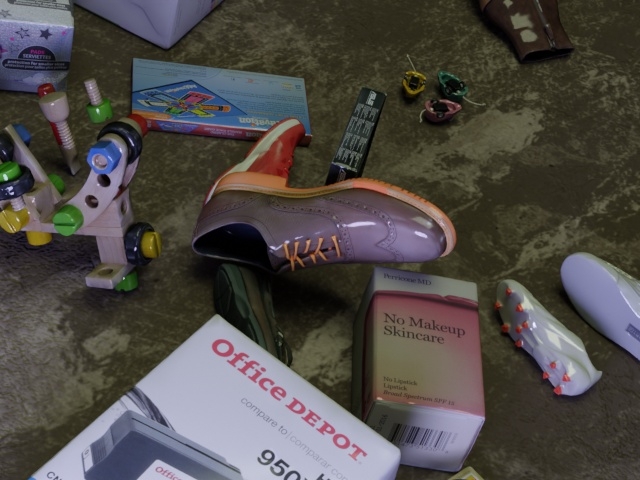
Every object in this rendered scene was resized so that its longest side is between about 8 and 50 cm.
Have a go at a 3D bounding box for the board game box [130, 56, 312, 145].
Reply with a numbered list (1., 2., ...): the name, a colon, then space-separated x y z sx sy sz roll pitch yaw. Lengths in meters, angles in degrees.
1. board game box: -0.157 -0.218 2.128 0.281 0.027 0.145 6 44 -13

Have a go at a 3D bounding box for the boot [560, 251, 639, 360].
1. boot: 0.477 0.100 1.983 0.258 0.095 0.123 46 44 15

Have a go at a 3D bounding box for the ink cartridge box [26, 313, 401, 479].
1. ink cartridge box: -0.143 0.311 1.484 0.285 0.166 0.395 35 53 17

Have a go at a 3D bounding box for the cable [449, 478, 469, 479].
1. cable: 0.161 0.358 1.612 0.184 0.047 0.150 -14 57 -10

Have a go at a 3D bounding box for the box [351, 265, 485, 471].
1. box: 0.125 0.166 1.767 0.149 0.127 0.232 10 45 -7

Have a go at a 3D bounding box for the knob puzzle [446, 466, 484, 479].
1. knob puzzle: 0.191 0.379 1.649 0.213 0.030 0.213 9 45 -9

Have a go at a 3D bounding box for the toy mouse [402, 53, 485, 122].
1. toy mouse: 0.203 -0.236 2.256 0.143 0.031 0.161 14 44 -4

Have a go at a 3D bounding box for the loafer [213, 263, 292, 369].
1. loafer: -0.070 0.131 1.768 0.084 0.096 0.267 2 44 -24

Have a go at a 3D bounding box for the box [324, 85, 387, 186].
1. box: 0.037 -0.097 1.957 0.045 0.184 0.190 21 43 1

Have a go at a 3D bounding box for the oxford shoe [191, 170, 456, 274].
1. oxford shoe: 0.000 0.000 1.793 0.364 0.130 0.132 4 41 27

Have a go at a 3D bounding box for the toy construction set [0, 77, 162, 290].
1. toy construction set: -0.330 -0.058 1.830 0.257 0.237 0.309 -15 28 2

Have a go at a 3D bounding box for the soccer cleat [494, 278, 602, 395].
1. soccer cleat: 0.318 0.135 1.909 0.076 0.068 0.196 -15 60 -36

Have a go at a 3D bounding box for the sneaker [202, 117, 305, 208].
1. sneaker: -0.063 -0.080 1.998 0.128 0.087 0.221 38 59 8

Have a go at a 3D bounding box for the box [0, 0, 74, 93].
1. box: -0.502 -0.330 2.046 0.247 0.142 0.163 3 46 -14

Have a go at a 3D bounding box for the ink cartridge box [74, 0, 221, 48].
1. ink cartridge box: -0.246 -0.492 2.302 0.207 0.119 0.353 27 45 10

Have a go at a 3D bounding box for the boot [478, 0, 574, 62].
1. boot: 0.410 -0.423 2.491 0.248 0.090 0.207 -16 65 -31
